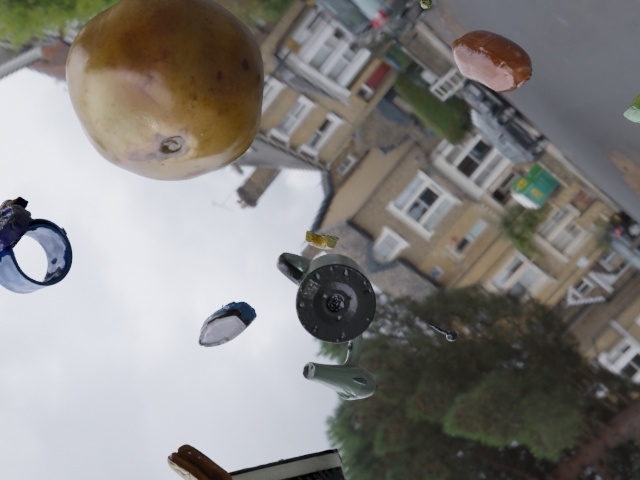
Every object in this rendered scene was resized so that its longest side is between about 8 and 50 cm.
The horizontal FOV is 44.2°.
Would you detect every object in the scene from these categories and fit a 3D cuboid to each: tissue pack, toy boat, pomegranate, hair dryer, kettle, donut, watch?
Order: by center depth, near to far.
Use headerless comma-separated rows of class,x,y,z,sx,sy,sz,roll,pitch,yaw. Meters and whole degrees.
pomegranate,-0.309,-0.321,1.626,0.417,0.416,0.416,38,-167,-11
kettle,0.005,0.094,1.667,0.221,0.161,0.236,28,-172,-4
watch,-0.689,0.019,1.847,0.200,0.171,0.196,49,-129,-27
tissue pack,-0.123,0.643,1.895,0.210,0.370,0.198,105,153,-58
hair dryer,0.045,0.273,1.979,0.229,0.092,0.267,-1,-96,-45
donut,0.000,0.000,2.176,0.083,0.037,0.067,24,161,-38
hair dryer,0.345,0.250,2.184,0.083,0.031,0.079,29,-168,20
toy boat,-0.271,0.234,2.258,0.100,0.223,0.097,48,-143,-13

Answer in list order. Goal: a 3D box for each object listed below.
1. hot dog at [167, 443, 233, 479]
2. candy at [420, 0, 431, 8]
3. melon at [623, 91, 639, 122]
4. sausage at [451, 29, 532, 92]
hot dog,-0.260,0.505,1.719,0.165,0.045,0.071,27,-140,28
candy,0.242,-0.536,1.722,0.025,0.083,0.023,-1,137,43
melon,0.808,-0.345,1.805,0.118,0.209,0.064,39,-175,14
sausage,0.429,-0.459,1.990,0.133,0.133,0.258,30,-170,-38
